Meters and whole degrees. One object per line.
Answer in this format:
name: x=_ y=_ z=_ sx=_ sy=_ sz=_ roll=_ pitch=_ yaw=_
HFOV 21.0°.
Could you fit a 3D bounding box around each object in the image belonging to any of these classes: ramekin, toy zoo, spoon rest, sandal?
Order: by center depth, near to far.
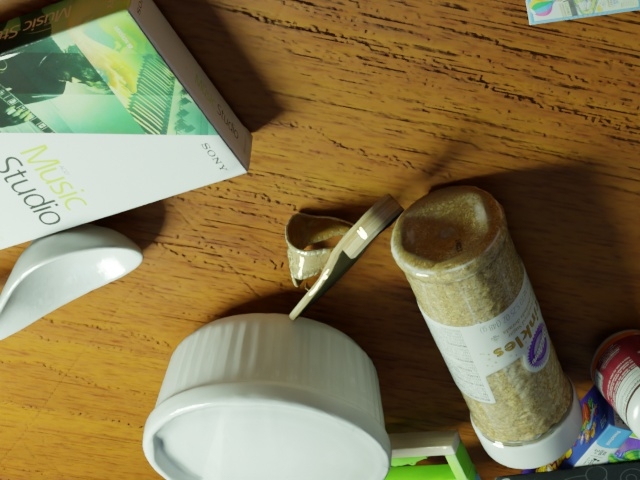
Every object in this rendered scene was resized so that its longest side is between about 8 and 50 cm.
sandal: x=0.004 y=-0.004 z=1.763 sx=0.079 sy=0.088 sz=0.240 roll=47 pitch=147 yaw=3
spoon rest: x=-0.310 y=0.050 z=1.809 sx=0.276 sy=0.084 sz=0.137 roll=-18 pitch=166 yaw=25
ramekin: x=-0.056 y=0.186 z=1.913 sx=0.273 sy=0.127 sz=0.273 roll=2 pitch=147 yaw=2
toy zoo: x=0.127 y=0.348 z=2.107 sx=0.192 sy=0.030 sz=0.293 roll=-7 pitch=127 yaw=28

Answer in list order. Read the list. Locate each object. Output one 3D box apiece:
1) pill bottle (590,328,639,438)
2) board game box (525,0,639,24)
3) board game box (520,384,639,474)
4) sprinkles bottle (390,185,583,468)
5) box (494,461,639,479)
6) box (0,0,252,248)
pill bottle: x=0.356 y=0.165 z=1.855 sx=0.086 sy=0.152 sz=0.086 roll=-7 pitch=117 yaw=-14
board game box: x=0.221 y=-0.257 z=1.488 sx=0.103 sy=0.026 sz=0.154 roll=-7 pitch=138 yaw=10
board game box: x=0.371 y=0.310 z=2.088 sx=0.233 sy=0.078 sz=0.347 roll=15 pitch=137 yaw=-13
sprinkles bottle: x=0.180 y=0.099 z=1.824 sx=0.121 sy=0.121 sz=0.355 roll=-12 pitch=137 yaw=16
box: x=0.341 y=0.356 z=1.956 sx=0.270 sy=0.165 sz=0.143 roll=-8 pitch=137 yaw=11
box: x=-0.259 y=-0.111 z=1.656 sx=0.322 sy=0.058 sz=0.232 roll=-17 pitch=135 yaw=20
